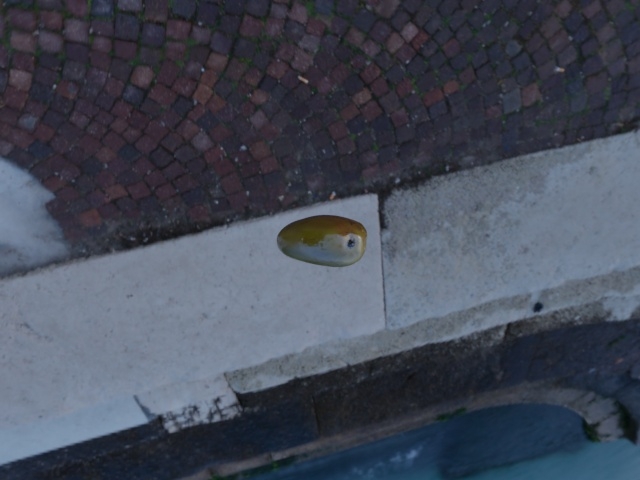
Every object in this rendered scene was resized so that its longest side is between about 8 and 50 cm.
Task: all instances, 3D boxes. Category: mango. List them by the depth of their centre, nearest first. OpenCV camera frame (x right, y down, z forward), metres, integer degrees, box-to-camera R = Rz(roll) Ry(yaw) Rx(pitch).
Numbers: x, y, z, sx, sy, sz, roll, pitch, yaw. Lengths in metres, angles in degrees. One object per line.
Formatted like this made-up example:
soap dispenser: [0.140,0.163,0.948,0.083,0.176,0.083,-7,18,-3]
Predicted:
mango: [0.000,0.000,0.670,0.080,0.114,0.060,-5,99,-55]
